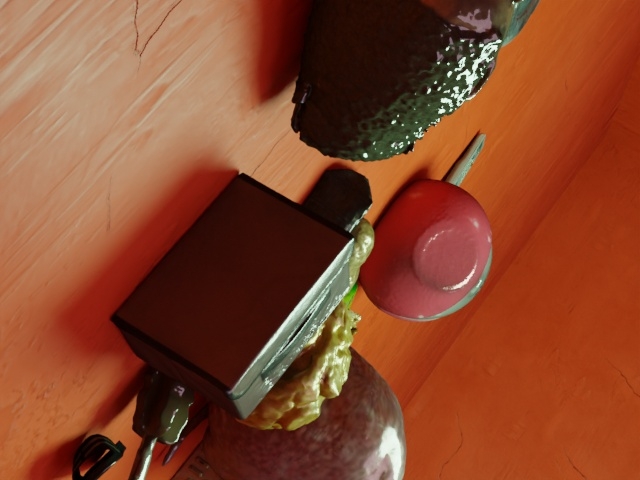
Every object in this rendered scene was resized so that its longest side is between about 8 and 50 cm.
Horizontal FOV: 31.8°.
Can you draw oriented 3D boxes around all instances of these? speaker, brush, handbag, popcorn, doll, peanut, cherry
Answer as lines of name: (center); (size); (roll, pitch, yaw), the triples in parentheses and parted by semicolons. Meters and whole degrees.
speaker: (0.208, 0.024, 2.241); (0.294, 0.294, 0.294); (-50, 163, -21)
brush: (-0.233, 0.277, 1.488); (0.084, 0.071, 0.301); (78, 26, -61)
handbag: (0.000, 0.000, 1.766); (0.270, 0.089, 0.175); (-56, 172, -5)
popcorn: (-0.061, 0.143, 1.570); (0.250, 0.190, 0.250); (-38, -151, 26)
doll: (0.097, -0.231, 1.305); (0.247, 0.247, 0.349); (-41, 170, -44)
peanut: (0.032, 0.036, 1.910); (0.089, 0.089, 0.192); (-40, 156, -47)
cherry: (-0.033, 0.292, 1.817); (0.326, 0.335, 0.291); (-38, -156, 58)

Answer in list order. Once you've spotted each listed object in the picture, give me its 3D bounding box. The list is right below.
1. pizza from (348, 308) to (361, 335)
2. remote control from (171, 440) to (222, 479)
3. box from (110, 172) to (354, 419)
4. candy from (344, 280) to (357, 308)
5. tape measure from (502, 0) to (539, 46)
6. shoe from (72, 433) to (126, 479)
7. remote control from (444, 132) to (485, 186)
pizza: (0.002, 0.157, 1.988); (0.161, 0.062, 0.182); (-14, 164, -22)
remote control: (-0.214, 0.443, 1.929); (0.277, 0.103, 0.055); (-50, 160, -22)
box: (-0.101, 0.075, 1.407); (0.252, 0.188, 0.153); (-53, 162, -21)
candy: (0.026, 0.155, 2.214); (0.102, 0.032, 0.178); (-43, 159, -41)
tape measure: (0.256, -0.414, 1.586); (0.275, 0.147, 0.256); (-59, 167, -7)
shoe: (-0.299, 0.286, 1.482); (0.071, 0.049, 0.179); (-44, -179, -4)
remote control: (0.311, -0.163, 2.450); (0.162, 0.029, 0.061); (-56, 167, -21)
